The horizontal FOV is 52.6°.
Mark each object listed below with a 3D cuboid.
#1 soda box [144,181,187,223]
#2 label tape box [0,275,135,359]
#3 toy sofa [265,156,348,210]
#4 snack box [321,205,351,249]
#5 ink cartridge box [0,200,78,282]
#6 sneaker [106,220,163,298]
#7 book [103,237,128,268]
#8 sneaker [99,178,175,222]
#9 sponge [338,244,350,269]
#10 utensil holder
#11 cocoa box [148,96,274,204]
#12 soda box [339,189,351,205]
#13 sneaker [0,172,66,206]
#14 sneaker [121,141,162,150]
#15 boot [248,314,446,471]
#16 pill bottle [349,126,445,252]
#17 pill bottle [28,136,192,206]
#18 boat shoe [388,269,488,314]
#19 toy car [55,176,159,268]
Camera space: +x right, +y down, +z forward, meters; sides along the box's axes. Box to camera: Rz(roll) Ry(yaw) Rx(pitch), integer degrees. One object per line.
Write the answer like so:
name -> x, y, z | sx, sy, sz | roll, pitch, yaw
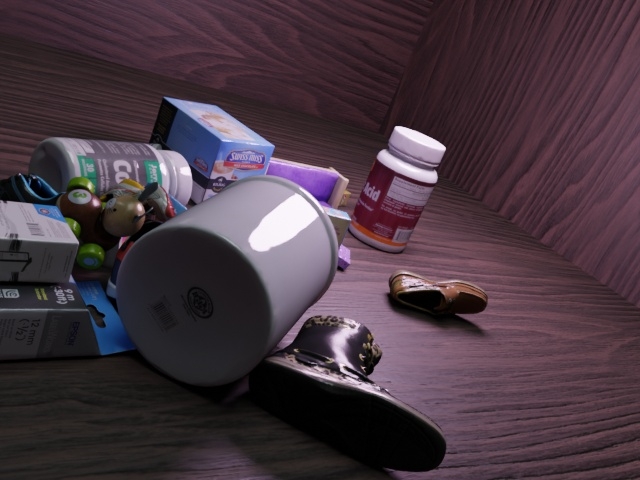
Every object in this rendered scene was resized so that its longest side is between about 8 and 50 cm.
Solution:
soda box -> -0.355, -0.051, 1.599 | 0.210, 0.071, 0.067 | 42, -11, -37
label tape box -> -0.516, 0.094, 1.147 | 0.347, 0.115, 0.249 | 3, 28, -39
toy sofa -> -0.078, -0.184, 2.252 | 0.362, 0.150, 0.177 | 8, 24, -36
snack box -> -0.095, -0.023, 1.776 | 0.321, 0.187, 0.060 | 14, 22, -22
ink cartridge box -> -0.533, -0.002, 1.084 | 0.203, 0.086, 0.148 | 5, 25, -39
sneaker -> -0.358, 0.019, 1.434 | 0.131, 0.148, 0.350 | 19, 16, -6
book -> -0.456, -0.008, 1.486 | 0.035, 0.096, 0.144 | 18, 20, -7
sneaker -> -0.403, -0.072, 1.429 | 0.225, 0.088, 0.092 | 11, 37, 40
sponge -> 0.000, 0.000, 1.962 | 0.210, 0.031, 0.117 | 37, 18, -10
utensil holder -> -0.166, 0.064, 1.284 | 0.327, 0.328, 0.385 | 26, 21, 8
cocoa box -> -0.362, -0.285, 2.088 | 0.231, 0.228, 0.347 | -1, 31, -48
soda box -> 0.029, -0.200, 2.535 | 0.181, 0.058, 0.061 | 35, 23, 29
sneaker -> -0.664, -0.094, 1.408 | 0.340, 0.140, 0.125 | 20, 18, 8
sneaker -> -0.582, -0.226, 1.931 | 0.160, 0.102, 0.282 | 8, 20, -4
boot -> 0.076, 0.281, 1.275 | 0.377, 0.138, 0.284 | 18, 19, 11
pill bottle -> 0.266, -0.177, 2.244 | 0.224, 0.392, 0.224 | 20, 20, -8
pill bottle -> -0.514, -0.148, 1.620 | 0.204, 0.204, 0.361 | 35, 24, 30
boat shoe -> 0.347, 0.175, 1.885 | 0.307, 0.111, 0.104 | 10, 26, -7
toy car -> -0.411, -0.058, 1.289 | 0.155, 0.188, 0.149 | -94, 159, -46
